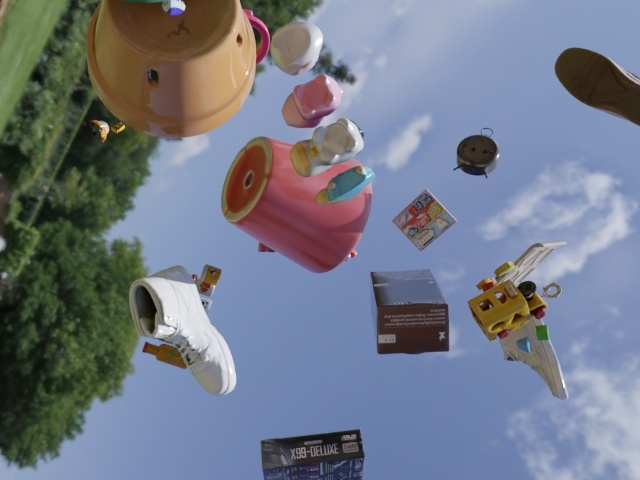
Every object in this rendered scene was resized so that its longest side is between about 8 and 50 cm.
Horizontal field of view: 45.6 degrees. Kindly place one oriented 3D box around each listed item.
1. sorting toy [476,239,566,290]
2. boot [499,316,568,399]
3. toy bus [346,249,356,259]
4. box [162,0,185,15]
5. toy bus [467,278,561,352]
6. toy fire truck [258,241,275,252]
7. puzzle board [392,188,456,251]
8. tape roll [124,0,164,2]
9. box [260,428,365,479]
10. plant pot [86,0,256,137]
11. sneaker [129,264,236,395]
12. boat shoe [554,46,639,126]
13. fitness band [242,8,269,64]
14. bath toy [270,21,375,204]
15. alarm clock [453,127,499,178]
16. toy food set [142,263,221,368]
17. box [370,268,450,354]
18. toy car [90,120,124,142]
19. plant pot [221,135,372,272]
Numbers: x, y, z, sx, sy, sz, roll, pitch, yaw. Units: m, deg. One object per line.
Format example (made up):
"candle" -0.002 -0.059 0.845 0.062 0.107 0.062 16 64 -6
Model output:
"sorting toy" 0.564 0.070 2.188 0.229 0.307 0.041 -46 -114 29
"boot" 0.526 0.289 1.920 0.124 0.095 0.258 -21 -116 14
"toy bus" 0.000 0.000 2.316 0.220 0.211 0.149 -24 -150 34
"box" -0.298 -0.514 1.652 0.072 0.126 0.137 -13 -107 39
"toy bus" 0.451 0.146 1.802 0.191 0.104 0.202 6 -125 29
"toy fire truck" -0.155 -0.037 2.097 0.192 0.047 0.135 -174 -94 -76
"puzzle board" 0.226 -0.043 1.677 0.011 0.096 0.128 -38 175 -46
"tape roll" -0.269 -0.506 1.106 0.077 0.322 0.321 133 -23 -70
"box" -0.018 0.577 1.881 0.307 0.243 0.076 89 -5 -51
"plant pot" -0.240 -0.338 1.245 0.203 0.291 0.290 132 -21 -73
"sneaker" -0.290 0.200 1.542 0.108 0.292 0.169 -29 175 24
"boat shoe" 0.658 -0.328 1.687 0.302 0.098 0.109 37 -70 28
"fitness band" -0.310 -0.652 2.466 0.209 0.291 0.054 107 -21 -45
"bath toy" -0.008 -0.245 1.469 0.152 0.348 0.129 -20 176 14
"alarm clock" 0.490 -0.280 2.342 0.064 0.130 0.192 79 32 -53
"toy food set" -0.307 0.154 1.686 0.111 0.105 0.232 -167 -83 -80
"box" 0.240 0.191 2.131 0.381 0.191 0.143 -89 177 -77
"toy car" -0.522 -0.271 1.894 0.122 0.060 0.040 17 -136 35
"plant pot" -0.063 -0.092 1.649 0.275 0.243 0.274 -32 -133 42
